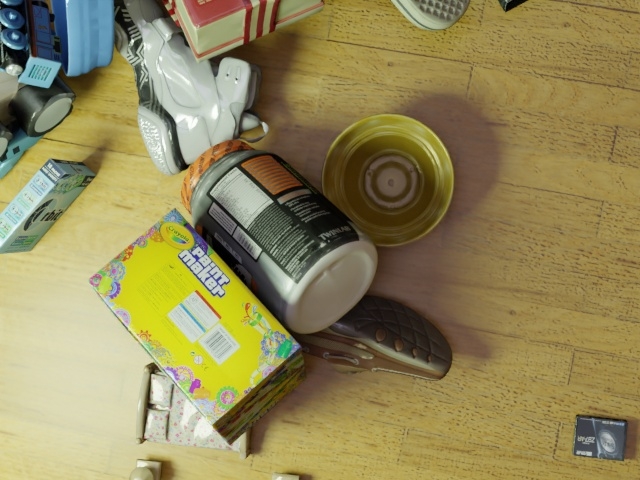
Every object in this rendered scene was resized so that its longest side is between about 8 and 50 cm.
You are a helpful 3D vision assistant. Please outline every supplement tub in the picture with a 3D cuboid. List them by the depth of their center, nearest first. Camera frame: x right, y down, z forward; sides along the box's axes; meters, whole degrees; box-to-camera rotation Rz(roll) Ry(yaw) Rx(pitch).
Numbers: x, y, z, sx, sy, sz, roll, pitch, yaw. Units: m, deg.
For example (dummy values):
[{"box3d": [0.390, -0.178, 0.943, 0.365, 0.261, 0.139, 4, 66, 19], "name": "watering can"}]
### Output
[{"box3d": [-0.074, -0.015, 1.819, 0.193, 0.193, 0.316, -50, 57, 6], "name": "supplement tub"}]

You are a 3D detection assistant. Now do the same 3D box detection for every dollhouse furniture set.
[{"box3d": [-0.171, 0.330, 1.889, 0.303, 0.174, 0.355, 6, 92, 8], "name": "dollhouse furniture set"}]

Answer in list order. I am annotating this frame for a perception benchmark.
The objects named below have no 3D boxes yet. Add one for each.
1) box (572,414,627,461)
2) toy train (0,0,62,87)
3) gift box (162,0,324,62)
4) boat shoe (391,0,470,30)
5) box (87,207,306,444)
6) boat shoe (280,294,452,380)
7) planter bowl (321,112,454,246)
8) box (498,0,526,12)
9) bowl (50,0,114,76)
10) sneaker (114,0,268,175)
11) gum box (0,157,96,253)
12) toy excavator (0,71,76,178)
[{"box3d": [0.460, 0.325, 1.875, 0.083, 0.018, 0.067, 6, 91, 8], "name": "box"}, {"box3d": [-0.476, -0.332, 1.834, 0.080, 0.105, 0.184, -47, 44, 39], "name": "toy train"}, {"box3d": [-0.132, -0.452, 1.740, 0.255, 0.258, 0.276, -19, 88, -6], "name": "gift box"}, {"box3d": [0.071, -0.541, 1.842, 0.187, 0.156, 0.500, -31, 81, -24], "name": "boat shoe"}, {"box3d": [-0.184, 0.144, 1.784, 0.177, 0.279, 0.290, -41, 78, -10], "name": "box"}, {"box3d": [0.060, 0.161, 1.892, 0.324, 0.123, 0.116, 22, 128, 10], "name": "boat shoe"}, {"box3d": [0.114, -0.097, 1.881, 0.217, 0.090, 0.217, 0, 90, 9], "name": "planter bowl"}, {"box3d": [0.319, -0.532, 1.839, 0.184, 0.103, 0.261, -27, 88, 5], "name": "box"}, {"box3d": [-0.390, -0.461, 1.813, 0.077, 0.391, 0.391, -8, 90, -16], "name": "bowl"}, {"box3d": [-0.220, -0.307, 1.909, 0.210, 0.137, 0.365, -15, 93, 7], "name": "sneaker"}, {"box3d": [-0.478, -0.057, 1.935, 0.041, 0.157, 0.184, 42, 96, 5], "name": "gum box"}, {"box3d": [-0.666, -0.122, 1.939, 0.222, 0.445, 0.433, 45, 52, 7], "name": "toy excavator"}]
